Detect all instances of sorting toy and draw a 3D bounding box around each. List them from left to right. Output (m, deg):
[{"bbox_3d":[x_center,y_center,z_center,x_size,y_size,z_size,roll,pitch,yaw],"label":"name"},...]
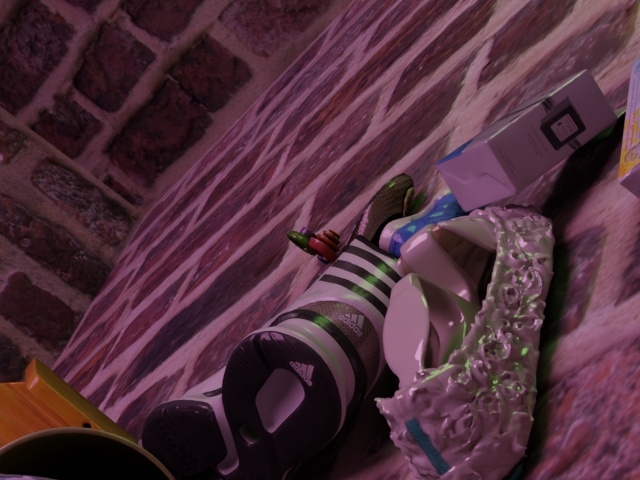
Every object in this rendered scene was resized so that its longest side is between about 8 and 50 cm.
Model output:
[{"bbox_3d":[0.000,0.000,1.928,0.042,0.061,0.102,-54,36,-9],"label":"sorting toy"}]

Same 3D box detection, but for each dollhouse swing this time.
[{"bbox_3d":[-0.483,0.400,2.086,0.347,0.315,0.305,-52,-7,0],"label":"dollhouse swing"}]

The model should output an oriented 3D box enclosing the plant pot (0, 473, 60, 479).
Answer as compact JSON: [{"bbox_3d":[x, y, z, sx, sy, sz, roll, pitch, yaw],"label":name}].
[{"bbox_3d":[-0.189,0.396,0.992,0.341,0.341,0.334,-34,29,54],"label":"plant pot"}]

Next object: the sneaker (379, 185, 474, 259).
[{"bbox_3d":[0.143,-0.010,1.479,0.152,0.084,0.058,-26,-51,-40],"label":"sneaker"}]

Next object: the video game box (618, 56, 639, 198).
[{"bbox_3d":[0.339,-0.146,1.161,0.187,0.048,0.205,-40,17,37],"label":"video game box"}]

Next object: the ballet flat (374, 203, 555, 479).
[{"bbox_3d":[0.124,0.056,1.184,0.147,0.147,0.409,-46,14,27],"label":"ballet flat"}]

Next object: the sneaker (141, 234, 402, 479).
[{"bbox_3d":[-0.017,0.153,1.481,0.257,0.169,0.447,-39,-3,-36],"label":"sneaker"}]

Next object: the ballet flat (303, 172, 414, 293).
[{"bbox_3d":[0.056,0.018,1.712,0.250,0.058,0.084,-53,-24,-25],"label":"ballet flat"}]

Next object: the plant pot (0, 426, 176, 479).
[{"bbox_3d":[-0.267,0.348,1.557,0.275,0.274,0.293,-54,-2,-7],"label":"plant pot"}]

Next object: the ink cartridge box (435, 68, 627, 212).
[{"bbox_3d":[0.212,-0.105,1.333,0.180,0.060,0.104,-35,5,-25],"label":"ink cartridge box"}]
